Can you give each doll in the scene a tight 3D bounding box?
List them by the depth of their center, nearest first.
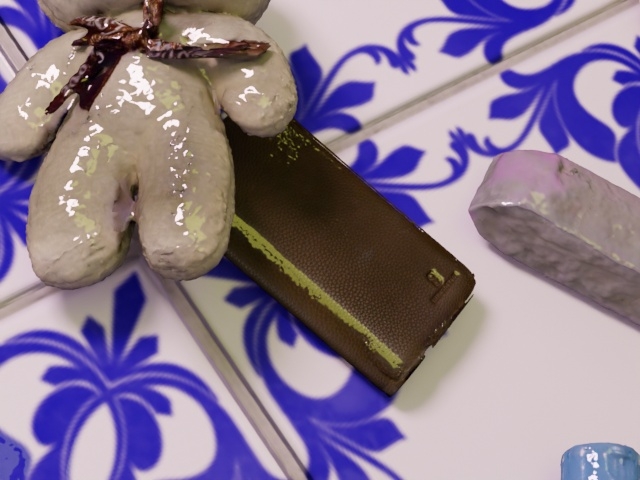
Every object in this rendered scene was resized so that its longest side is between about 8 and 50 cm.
[{"bbox_3d":[-0.105,-0.104,1.015,0.175,0.149,0.278,9,61,-16],"label":"doll"}]

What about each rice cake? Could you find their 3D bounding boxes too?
[{"bbox_3d":[0.286,0.044,1.139,0.399,0.064,0.070,26,52,-7],"label":"rice cake"}]

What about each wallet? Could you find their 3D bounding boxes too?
[{"bbox_3d":[0.000,0.000,1.072,0.198,0.031,0.110,41,56,2],"label":"wallet"}]

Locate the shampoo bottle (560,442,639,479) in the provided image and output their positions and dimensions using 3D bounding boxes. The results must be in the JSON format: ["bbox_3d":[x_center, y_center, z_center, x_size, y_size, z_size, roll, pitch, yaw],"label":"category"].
[{"bbox_3d":[0.166,0.245,0.988,0.104,0.061,0.258,14,59,-15],"label":"shampoo bottle"}]

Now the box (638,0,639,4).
[{"bbox_3d":[0.301,-0.262,1.244,0.095,0.168,0.212,0,64,-25],"label":"box"}]
